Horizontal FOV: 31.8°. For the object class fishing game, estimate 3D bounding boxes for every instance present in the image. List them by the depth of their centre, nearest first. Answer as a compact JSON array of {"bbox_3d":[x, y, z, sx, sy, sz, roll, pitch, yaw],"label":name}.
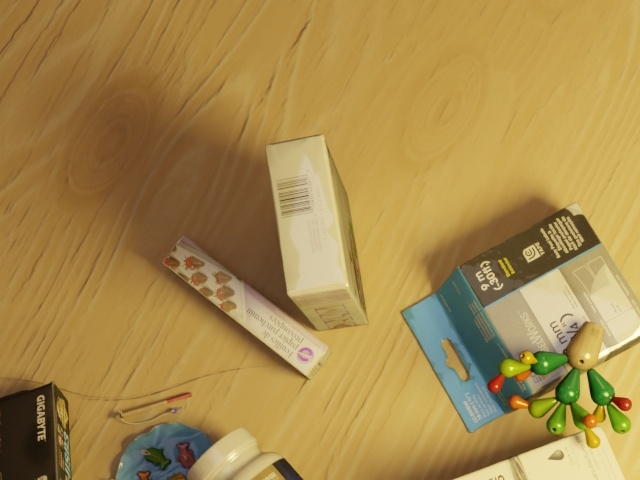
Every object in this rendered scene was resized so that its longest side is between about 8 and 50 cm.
[{"bbox_3d":[-0.254,0.393,1.869,0.189,0.041,0.264,-16,74,0],"label":"fishing game"}]

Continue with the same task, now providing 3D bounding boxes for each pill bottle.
[{"bbox_3d":[-0.081,0.432,1.777,0.153,0.153,0.265,-43,75,-5],"label":"pill bottle"}]

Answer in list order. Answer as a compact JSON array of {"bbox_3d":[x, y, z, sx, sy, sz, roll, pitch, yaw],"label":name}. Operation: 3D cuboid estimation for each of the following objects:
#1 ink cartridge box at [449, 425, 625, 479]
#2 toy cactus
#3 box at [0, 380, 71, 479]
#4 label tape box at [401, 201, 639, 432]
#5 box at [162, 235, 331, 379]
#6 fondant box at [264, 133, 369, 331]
[{"bbox_3d":[0.325,0.426,1.698,0.283,0.117,0.207,-16,74,-20],"label":"ink cartridge box"},{"bbox_3d":[0.380,0.206,1.705,0.219,0.112,0.181,22,74,15],"label":"toy cactus"},{"bbox_3d":[-0.552,0.402,1.828,0.293,0.073,0.296,-19,47,5],"label":"box"},{"bbox_3d":[0.331,0.128,1.826,0.333,0.106,0.241,-29,74,-1],"label":"label tape box"},{"bbox_3d":[-0.126,0.113,1.910,0.324,0.067,0.063,37,83,15],"label":"box"},{"bbox_3d":[0.000,0.000,1.784,0.096,0.330,0.238,-11,75,6],"label":"fondant box"}]
